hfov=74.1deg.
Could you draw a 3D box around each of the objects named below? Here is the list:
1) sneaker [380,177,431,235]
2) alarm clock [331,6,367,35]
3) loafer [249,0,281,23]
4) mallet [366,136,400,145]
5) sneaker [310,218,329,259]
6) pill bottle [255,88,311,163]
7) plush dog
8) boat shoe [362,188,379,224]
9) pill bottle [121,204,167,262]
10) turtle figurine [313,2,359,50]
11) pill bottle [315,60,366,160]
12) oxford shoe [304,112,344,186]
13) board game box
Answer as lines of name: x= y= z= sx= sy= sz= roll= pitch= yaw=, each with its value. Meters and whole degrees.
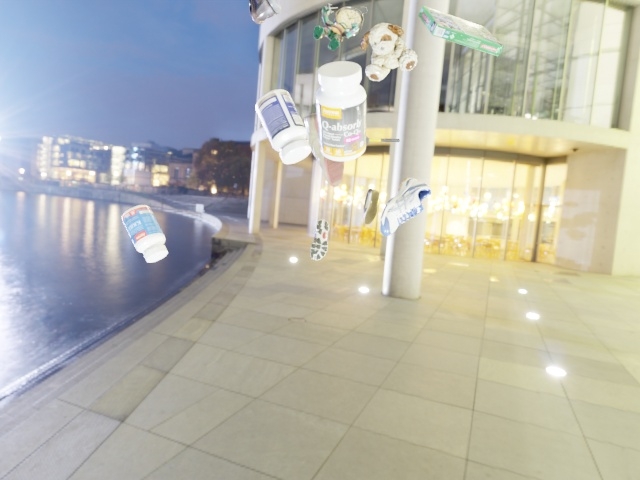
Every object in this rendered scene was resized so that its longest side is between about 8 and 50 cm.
sneaker: x=0.359 y=-0.137 z=1.778 sx=0.130 sy=0.297 sz=0.112 roll=23 pitch=-18 yaw=31
alarm clock: x=0.140 y=-0.992 z=1.908 sx=0.129 sy=0.192 sz=0.064 roll=44 pitch=-12 yaw=11
loafer: x=-0.208 y=-0.786 z=1.417 sx=0.109 sy=0.095 sz=0.303 roll=47 pitch=10 yaw=-34
mallet: x=0.224 y=-0.379 z=1.608 sx=0.189 sy=0.039 sz=0.062 roll=-3 pitch=23 yaw=-18
sneaker: x=0.000 y=0.000 z=1.727 sx=0.068 sy=0.170 sz=0.071 roll=14 pitch=-14 yaw=-4
pill bottle: x=-0.144 y=-0.448 z=1.684 sx=0.153 sy=0.265 sz=0.153 roll=-23 pitch=-13 yaw=-5
plush dog: x=0.320 y=-0.928 z=2.021 sx=0.262 sy=0.211 sz=0.225 roll=-6 pitch=-36 yaw=32
boat shoe: x=0.203 y=-0.141 z=1.742 sx=0.056 sy=0.152 sz=0.049 roll=0 pitch=28 yaw=-29
pill bottle: x=-0.725 y=-0.026 z=1.765 sx=0.124 sy=0.222 sz=0.124 roll=-30 pitch=-12 yaw=-7
turtle figurine: x=0.068 y=-0.862 z=1.725 sx=0.175 sy=0.118 sz=0.234 roll=24 pitch=51 yaw=10
pill bottle: x=0.067 y=-0.411 z=1.362 sx=0.162 sy=0.279 sz=0.162 roll=-3 pitch=43 yaw=3
oxford shoe: x=0.017 y=-0.417 z=1.948 sx=0.130 sy=0.349 sz=0.123 roll=9 pitch=30 yaw=43
board game box: x=0.581 y=-0.872 z=1.762 sx=0.316 sy=0.046 sz=0.214 roll=8 pitch=44 yaw=-17
